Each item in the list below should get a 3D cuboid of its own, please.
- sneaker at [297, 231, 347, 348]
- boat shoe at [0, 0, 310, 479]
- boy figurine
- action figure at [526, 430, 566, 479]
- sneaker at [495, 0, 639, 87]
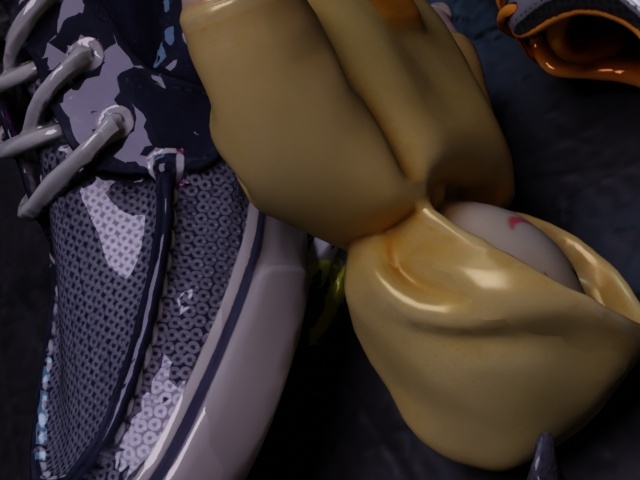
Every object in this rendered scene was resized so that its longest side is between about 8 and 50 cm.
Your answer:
[{"bbox_3d":[0.000,0.000,0.537,0.035,0.031,0.083,16,69,47],"label":"sneaker"},{"bbox_3d":[-0.093,-0.051,0.536,0.127,0.158,0.340,-33,39,40],"label":"boat shoe"},{"bbox_3d":[0.012,-0.062,0.466,0.092,0.177,0.285,-33,68,24],"label":"boy figurine"},{"bbox_3d":[0.106,0.101,0.308,0.275,0.141,0.164,-10,55,28],"label":"action figure"},{"bbox_3d":[0.089,-0.105,0.511,0.083,0.084,0.215,-52,44,1],"label":"sneaker"}]
